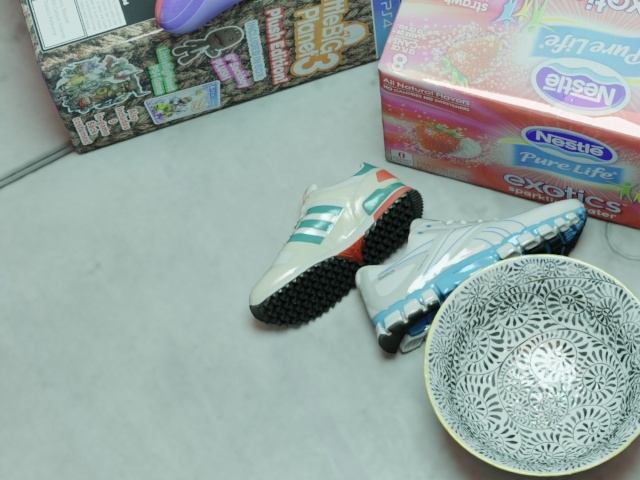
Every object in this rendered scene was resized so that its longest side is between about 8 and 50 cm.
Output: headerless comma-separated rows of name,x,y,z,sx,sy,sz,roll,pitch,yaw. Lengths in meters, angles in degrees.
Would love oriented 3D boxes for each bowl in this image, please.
bowl,0.161,0.102,1.272,0.170,0.080,0.170,-2,65,5

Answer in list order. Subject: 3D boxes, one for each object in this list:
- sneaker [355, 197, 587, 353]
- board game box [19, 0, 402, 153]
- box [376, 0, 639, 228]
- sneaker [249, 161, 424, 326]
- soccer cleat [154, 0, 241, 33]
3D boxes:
sneaker,0.112,0.005,1.331,0.191,0.071,0.083,-27,60,-8
board game box,-0.103,-0.239,1.422,0.291,0.141,0.232,-17,65,-3
box,0.206,-0.115,1.330,0.300,0.154,0.142,16,67,11
sneaker,0.000,0.000,1.356,0.161,0.057,0.075,-39,51,-11
soccer cleat,-0.024,-0.238,1.295,0.095,0.083,0.248,35,70,14
